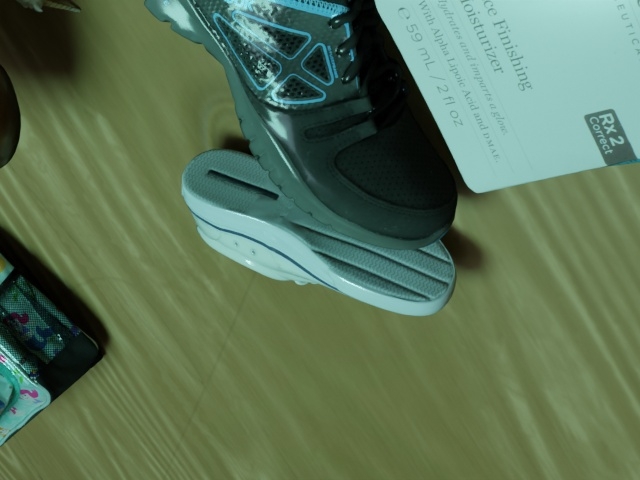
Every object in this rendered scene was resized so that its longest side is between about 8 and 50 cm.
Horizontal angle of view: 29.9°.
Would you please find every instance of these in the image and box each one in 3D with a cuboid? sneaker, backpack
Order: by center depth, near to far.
[{"bbox_3d":[-0.002,-0.136,0.883,0.341,0.125,0.140,48,132,-12],"label":"sneaker"},{"bbox_3d":[0.000,0.000,1.034,0.258,0.094,0.091,27,154,20],"label":"sneaker"},{"bbox_3d":[-0.404,0.105,1.326,0.253,0.191,0.225,50,137,-3],"label":"backpack"}]

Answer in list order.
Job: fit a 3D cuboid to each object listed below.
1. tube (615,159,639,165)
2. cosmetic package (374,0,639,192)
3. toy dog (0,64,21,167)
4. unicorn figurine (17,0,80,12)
[{"bbox_3d":[0.269,-0.089,0.793,0.207,0.052,0.080,-8,124,33],"label":"tube"},{"bbox_3d":[0.165,-0.143,0.739,0.184,0.151,0.151,-12,118,40],"label":"cosmetic package"},{"bbox_3d":[-0.455,-0.152,0.997,0.408,0.284,0.395,30,126,22],"label":"toy dog"},{"bbox_3d":[-0.302,-0.246,1.045,0.111,0.060,0.162,-3,125,41],"label":"unicorn figurine"}]
